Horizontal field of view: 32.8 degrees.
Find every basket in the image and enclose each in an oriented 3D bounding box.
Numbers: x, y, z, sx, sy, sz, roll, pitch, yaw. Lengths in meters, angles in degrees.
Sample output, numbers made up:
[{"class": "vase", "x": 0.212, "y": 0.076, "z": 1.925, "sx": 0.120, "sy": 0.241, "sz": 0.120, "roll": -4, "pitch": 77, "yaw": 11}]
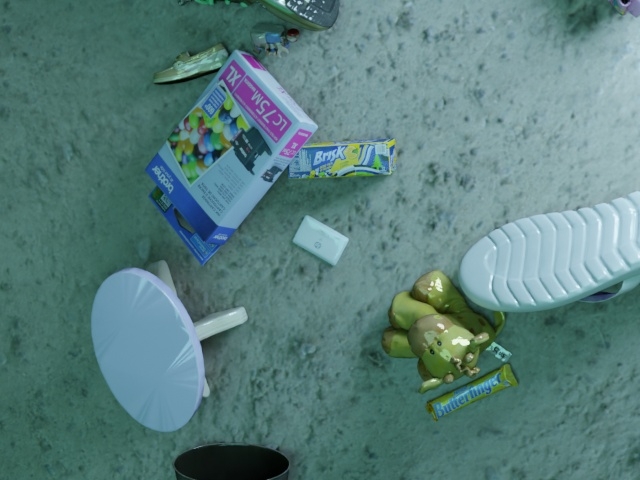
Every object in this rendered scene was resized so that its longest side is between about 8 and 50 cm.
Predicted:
[{"class": "basket", "x": -0.147, "y": 0.486, "z": 1.875, "sx": 0.204, "sy": 0.154, "sz": 0.227, "roll": 1, "pitch": 105, "yaw": 13}]

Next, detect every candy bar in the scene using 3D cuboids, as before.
[{"class": "candy bar", "x": 0.247, "y": 0.252, "z": 1.786, "sx": 0.161, "sy": 0.018, "sz": 0.040, "roll": -28, "pitch": 93, "yaw": 18}]

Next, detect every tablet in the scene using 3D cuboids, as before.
[{"class": "tablet", "x": 0.000, "y": 0.000, "z": 1.805, "sx": 0.083, "sy": 0.006, "sz": 0.054, "roll": 30, "pitch": 108, "yaw": 8}]

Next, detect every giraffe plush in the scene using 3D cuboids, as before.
[{"class": "giraffe plush", "x": 0.193, "y": 0.162, "z": 1.700, "sx": 0.210, "sy": 0.170, "sz": 0.181, "roll": 18, "pitch": 105, "yaw": 11}]

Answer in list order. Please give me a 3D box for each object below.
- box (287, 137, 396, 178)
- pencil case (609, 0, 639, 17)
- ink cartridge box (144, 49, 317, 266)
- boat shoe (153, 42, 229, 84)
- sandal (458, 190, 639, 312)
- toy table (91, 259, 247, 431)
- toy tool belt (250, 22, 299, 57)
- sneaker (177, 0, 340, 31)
[{"class": "box", "x": 0.034, "y": -0.131, "z": 1.740, "sx": 0.168, "sy": 0.059, "sz": 0.054, "roll": -1, "pitch": 101, "yaw": 15}, {"class": "pencil case", "x": 0.382, "y": -0.447, "z": 1.549, "sx": 0.284, "sy": 0.124, "sz": 0.124, "roll": 46, "pitch": 109, "yaw": 3}, {"class": "ink cartridge box", "x": -0.163, "y": -0.130, "z": 1.763, "sx": 0.186, "sy": 0.065, "sz": 0.311, "roll": 49, "pitch": 112, "yaw": 25}, {"class": "boat shoe", "x": -0.213, "y": -0.288, "z": 1.782, "sx": 0.135, "sy": 0.050, "sz": 0.045, "roll": -14, "pitch": 92, "yaw": 9}, {"class": "sandal", "x": 0.416, "y": 0.030, "z": 1.645, "sx": 0.416, "sy": 0.169, "sz": 0.102, "roll": -17, "pitch": 137, "yaw": 17}, {"class": "toy table", "x": -0.262, "y": 0.165, "z": 1.829, "sx": 0.252, "sy": 0.161, "sz": 0.274, "roll": -3, "pitch": 101, "yaw": 15}, {"class": "toy tool belt", "x": -0.072, "y": -0.317, "z": 1.741, "sx": 0.083, "sy": 0.052, "sz": 0.051, "roll": 10, "pitch": 135, "yaw": 16}, {"class": "sneaker", "x": -0.163, "y": -0.431, "z": 1.712, "sx": 0.410, "sy": 0.158, "sz": 0.182, "roll": 28, "pitch": 149, "yaw": -4}]
